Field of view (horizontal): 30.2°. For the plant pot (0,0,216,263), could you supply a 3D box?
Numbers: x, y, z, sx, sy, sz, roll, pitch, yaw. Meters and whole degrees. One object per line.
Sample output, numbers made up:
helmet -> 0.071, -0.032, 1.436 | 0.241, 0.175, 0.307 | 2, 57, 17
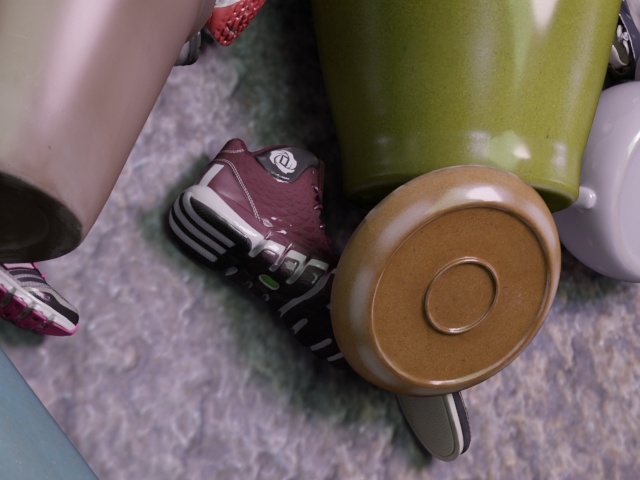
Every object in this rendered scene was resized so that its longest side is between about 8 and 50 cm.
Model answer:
plant pot -> -0.241, -0.146, 0.882 | 0.323, 0.323, 0.280 | 21, 62, -30

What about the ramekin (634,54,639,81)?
ramekin -> 0.521, -0.148, 1.486 | 0.127, 0.273, 0.272 | -23, 87, -8

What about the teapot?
teapot -> 0.344, -0.078, 1.403 | 0.252, 0.187, 0.256 | -53, 129, -11

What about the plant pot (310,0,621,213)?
plant pot -> 0.145, -0.208, 1.215 | 0.367, 0.366, 0.352 | 9, 79, -35

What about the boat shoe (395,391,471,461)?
boat shoe -> 0.111, 0.107, 1.210 | 0.079, 0.084, 0.233 | -12, 78, -35

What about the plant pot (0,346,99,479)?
plant pot -> -0.241, 0.256, 0.748 | 0.341, 0.341, 0.334 | -29, 83, -41

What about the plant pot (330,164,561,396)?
plant pot -> 0.124, 0.046, 1.089 | 0.236, 0.032, 0.236 | -9, 116, -20

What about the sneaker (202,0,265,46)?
sneaker -> -0.093, -0.275, 1.194 | 0.093, 0.088, 0.225 | 30, 35, -16

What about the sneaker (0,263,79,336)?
sneaker -> -0.260, 0.011, 0.978 | 0.170, 0.063, 0.074 | 39, 59, -13

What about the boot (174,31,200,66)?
boot -> -0.226, -0.257, 1.115 | 0.161, 0.083, 0.246 | -24, 88, -28

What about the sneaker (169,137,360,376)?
sneaker -> 0.000, 0.000, 1.156 | 0.281, 0.106, 0.162 | 40, 50, -18

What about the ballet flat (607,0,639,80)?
ballet flat -> 0.375, -0.303, 1.581 | 0.074, 0.074, 0.203 | -30, 94, -40
